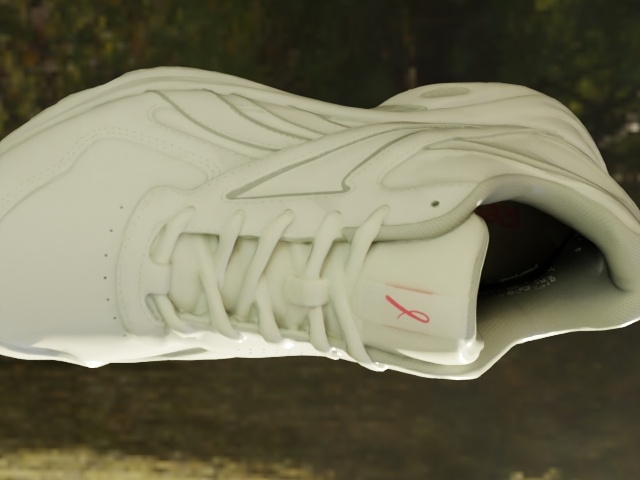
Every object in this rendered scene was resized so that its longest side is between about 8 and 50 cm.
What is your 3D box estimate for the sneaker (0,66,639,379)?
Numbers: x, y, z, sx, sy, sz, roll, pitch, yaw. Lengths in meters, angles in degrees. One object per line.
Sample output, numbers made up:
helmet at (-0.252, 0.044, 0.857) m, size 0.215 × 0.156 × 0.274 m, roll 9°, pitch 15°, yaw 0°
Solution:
sneaker at (0.000, 0.000, 0.541) m, size 0.115 × 0.232 × 0.090 m, roll -134°, pitch -141°, yaw -62°
